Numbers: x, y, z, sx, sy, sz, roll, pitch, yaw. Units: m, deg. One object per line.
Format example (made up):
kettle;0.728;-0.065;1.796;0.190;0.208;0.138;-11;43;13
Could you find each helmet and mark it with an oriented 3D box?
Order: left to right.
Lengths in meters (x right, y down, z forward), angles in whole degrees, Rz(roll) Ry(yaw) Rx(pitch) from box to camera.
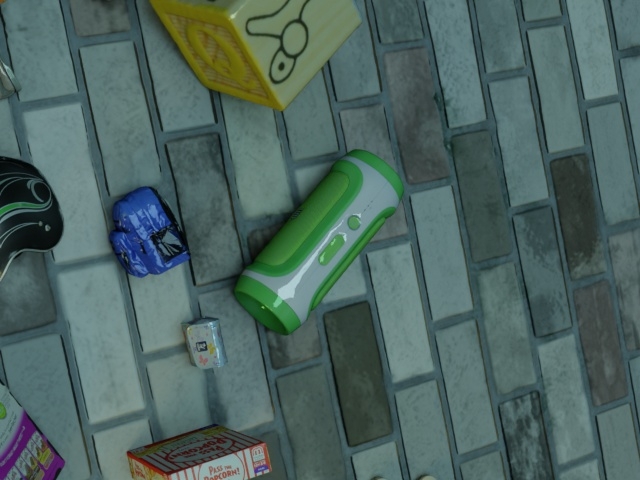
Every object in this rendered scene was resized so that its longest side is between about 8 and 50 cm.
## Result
helmet;-0.442;-0.021;1.472;0.161;0.169;0.169;-25;101;-41

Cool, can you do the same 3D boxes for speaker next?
speaker;0.000;0.000;1.710;0.131;0.131;0.296;46;71;-19

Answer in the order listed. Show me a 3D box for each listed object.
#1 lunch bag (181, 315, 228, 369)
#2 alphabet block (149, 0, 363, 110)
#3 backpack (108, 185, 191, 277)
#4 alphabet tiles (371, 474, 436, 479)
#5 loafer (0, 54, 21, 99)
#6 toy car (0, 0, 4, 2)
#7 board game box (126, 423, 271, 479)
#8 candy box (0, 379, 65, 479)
lunch bag;-0.170;0.151;1.649;0.053;0.083;0.071;-15;97;-26
alphabet block;-0.091;-0.333;1.602;0.197;0.193;0.192;-50;134;-19
backpack;-0.253;-0.012;1.601;0.101;0.098;0.120;-28;103;-20
alphabet tiles;0.126;0.533;1.829;0.278;0.021;0.284;-41;107;-21
loafer;-0.460;-0.253;1.531;0.039;0.045;0.125;-35;107;-16
toy car;-0.421;-0.366;1.551;0.122;0.040;0.060;-18;97;-25
board game box;-0.176;0.315;1.584;0.146;0.193;0.045;-14;96;-27
candy box;-0.453;0.261;1.464;0.071;0.159;0.233;-28;105;16
